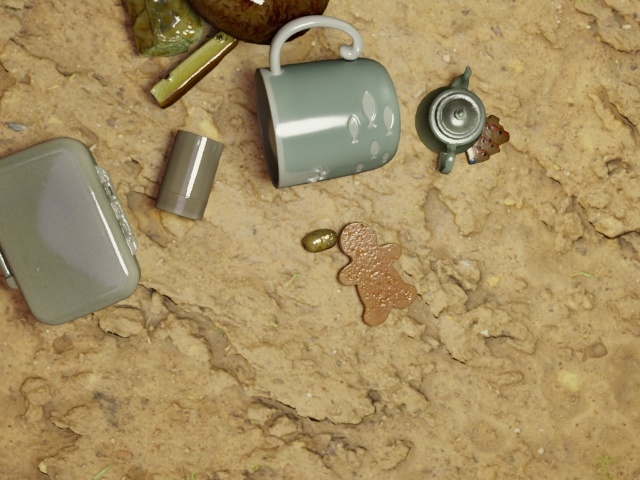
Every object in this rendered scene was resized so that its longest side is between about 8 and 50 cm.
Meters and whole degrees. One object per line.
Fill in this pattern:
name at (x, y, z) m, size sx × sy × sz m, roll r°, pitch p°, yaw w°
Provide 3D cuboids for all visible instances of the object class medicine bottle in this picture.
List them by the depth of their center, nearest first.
medicine bottle at (-0.558, -0.020, 1.589) m, size 0.282 × 0.123 × 0.375 m, roll -22°, pitch 99°, yaw -7°

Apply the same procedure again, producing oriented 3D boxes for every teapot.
teapot at (0.304, -0.267, 1.665) m, size 0.162 × 0.149 × 0.239 m, roll 13°, pitch 93°, yaw -2°

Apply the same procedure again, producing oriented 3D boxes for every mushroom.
mushroom at (-0.101, -0.590, 1.504) m, size 0.356 × 0.331 × 0.334 m, roll -35°, pitch 67°, yaw 30°

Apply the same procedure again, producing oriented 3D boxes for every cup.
cup at (0.014, -0.299, 1.552) m, size 0.274 × 0.259 × 0.357 m, roll -10°, pitch 127°, yaw -11°

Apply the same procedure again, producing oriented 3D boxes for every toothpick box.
toothpick box at (-0.288, -0.141, 1.622) m, size 0.111 × 0.111 × 0.181 m, roll 17°, pitch 92°, yaw -9°

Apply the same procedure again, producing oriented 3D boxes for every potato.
potato at (0.000, 0.000, 1.712) m, size 0.083 × 0.040 × 0.051 m, roll -13°, pitch 88°, yaw -8°

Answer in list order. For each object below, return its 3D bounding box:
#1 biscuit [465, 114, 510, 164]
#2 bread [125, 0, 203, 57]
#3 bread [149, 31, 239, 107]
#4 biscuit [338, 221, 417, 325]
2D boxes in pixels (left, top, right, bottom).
biscuit at (0.388, -0.237, 1.755) m, size 0.119 × 0.019 × 0.130 m, roll 25°, pitch 92°, yaw -9°
bread at (-0.345, -0.535, 1.570) m, size 0.152 × 0.130 × 0.268 m, roll -11°, pitch 96°, yaw 3°
bread at (-0.274, -0.376, 1.615) m, size 0.226 × 0.088 × 0.049 m, roll -41°, pitch 96°, yaw -4°
biscuit at (0.122, 0.067, 1.739) m, size 0.165 × 0.036 × 0.250 m, roll -30°, pitch 102°, yaw -5°
